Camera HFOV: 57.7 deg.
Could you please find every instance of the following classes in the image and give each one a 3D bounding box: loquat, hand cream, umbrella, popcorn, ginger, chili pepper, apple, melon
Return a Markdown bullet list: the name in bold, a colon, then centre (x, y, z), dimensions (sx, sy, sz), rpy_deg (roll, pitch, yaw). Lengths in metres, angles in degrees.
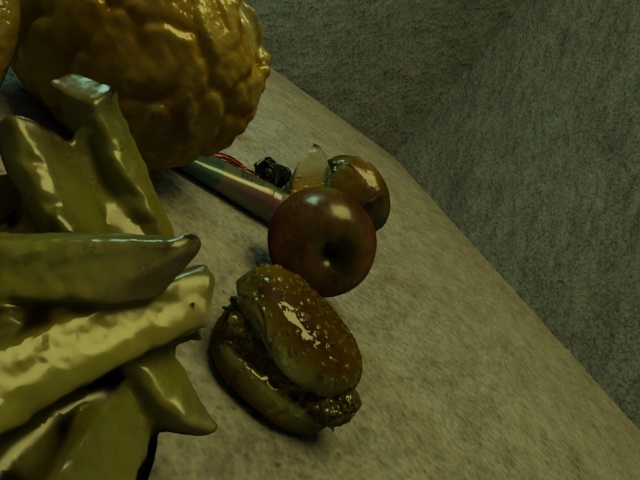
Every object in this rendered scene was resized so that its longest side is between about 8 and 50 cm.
- **loquat**: centre (0.085, -0.117, 1.502), dimensions (0.227, 0.179, 0.179), rpy_deg (49, 18, 12)
- **hand cream**: centre (-0.195, -0.131, 1.131), dimensions (0.312, 0.070, 0.111), rpy_deg (30, 20, -21)
- **umbrella**: centre (-0.115, -0.160, 1.386), dimensions (0.071, 0.080, 0.224), rpy_deg (7, 10, 9)
- **popcorn**: centre (-0.272, -0.297, 0.901), dimensions (0.389, 0.344, 0.354), rpy_deg (-7, 66, -26)
- **ginger**: centre (-0.223, 0.021, 0.437), dimensions (0.358, 0.211, 0.413), rpy_deg (27, 22, -32)
- **chili pepper**: centre (-0.197, -0.149, 1.203), dimensions (0.267, 0.050, 0.059), rpy_deg (31, 50, -24)
- **apple**: centre (0.000, 0.000, 1.002), dimensions (0.188, 0.188, 0.174), rpy_deg (33, 11, -22)
- **melon**: centre (-0.048, -0.128, 1.386), dimensions (0.093, 0.203, 0.139), rpy_deg (8, -4, -28)

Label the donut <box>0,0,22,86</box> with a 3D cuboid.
- **donut**: centre (-0.423, -0.230, 0.640), dimensions (0.128, 0.208, 0.262), rpy_deg (25, 27, -43)

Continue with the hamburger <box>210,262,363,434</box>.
- **hamburger**: centre (-0.027, 0.131, 0.724), dimensions (0.215, 0.122, 0.189), rpy_deg (45, 15, 8)
